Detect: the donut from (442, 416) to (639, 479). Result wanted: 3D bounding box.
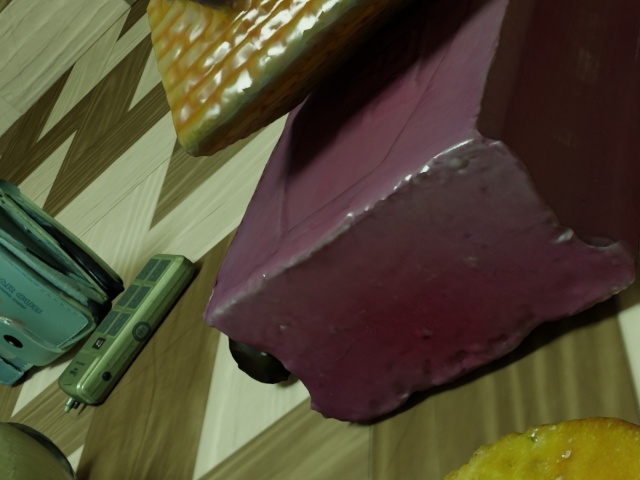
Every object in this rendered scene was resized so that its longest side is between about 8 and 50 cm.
[{"bbox_3d":[0.090,0.136,0.489,0.152,0.058,0.152,-40,23,21],"label":"donut"}]

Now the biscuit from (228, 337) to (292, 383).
[{"bbox_3d":[0.000,0.000,0.906,0.219,0.061,0.055,-58,-22,-30],"label":"biscuit"}]

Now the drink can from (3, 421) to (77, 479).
[{"bbox_3d":[-0.298,0.245,1.019,0.235,0.097,0.097,-42,22,20],"label":"drink can"}]

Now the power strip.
[{"bbox_3d":[-0.176,0.081,1.156,0.169,0.028,0.076,-55,22,-16],"label":"power strip"}]

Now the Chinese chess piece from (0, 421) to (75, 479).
[{"bbox_3d":[-0.256,0.240,0.832,0.273,0.102,0.273,-25,50,34],"label":"Chinese chess piece"}]

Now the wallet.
[{"bbox_3d":[-0.308,0.045,1.264,0.250,0.176,0.075,-32,21,52],"label":"wallet"}]

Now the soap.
[{"bbox_3d":[0.089,-0.085,0.787,0.233,0.128,0.359,-34,25,41],"label":"soap"}]

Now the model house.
[{"bbox_3d":[-0.034,-0.204,0.744,0.202,0.237,0.237,-33,29,31],"label":"model house"}]
